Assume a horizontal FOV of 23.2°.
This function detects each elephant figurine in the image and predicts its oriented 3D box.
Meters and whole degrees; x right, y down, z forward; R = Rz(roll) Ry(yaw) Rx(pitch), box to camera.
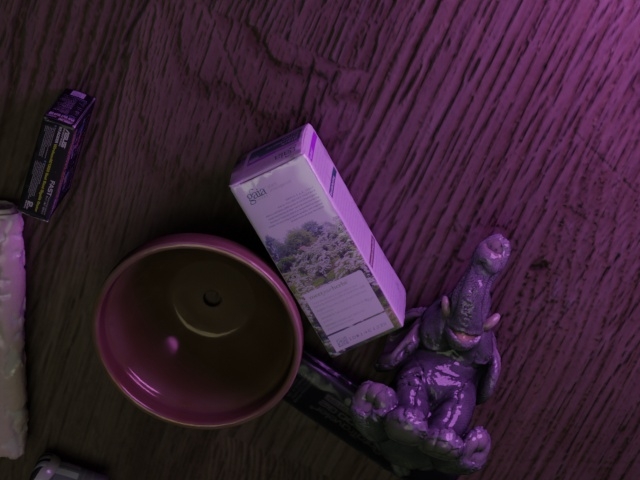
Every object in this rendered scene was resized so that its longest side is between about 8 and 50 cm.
[{"bbox_3d":[0.143,0.132,1.743,0.186,0.239,0.169,-1,151,44],"label":"elephant figurine"}]

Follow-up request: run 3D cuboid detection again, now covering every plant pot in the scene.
[{"bbox_3d":[-0.132,0.086,1.768,0.237,0.110,0.237,3,116,6],"label":"plant pot"}]

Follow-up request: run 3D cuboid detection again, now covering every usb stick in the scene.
[{"bbox_3d":[0.048,0.210,1.842,0.278,0.045,0.077,35,121,-10],"label":"usb stick"}]

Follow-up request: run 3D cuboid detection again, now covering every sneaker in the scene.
[{"bbox_3d":[-0.311,0.381,1.946,0.132,0.086,0.229,14,115,-2],"label":"sneaker"}]

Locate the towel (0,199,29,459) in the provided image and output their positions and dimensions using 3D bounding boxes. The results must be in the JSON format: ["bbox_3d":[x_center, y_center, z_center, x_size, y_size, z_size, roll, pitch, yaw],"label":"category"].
[{"bbox_3d":[-0.502,0.096,1.850,0.317,0.053,0.332,6,116,5],"label":"towel"}]

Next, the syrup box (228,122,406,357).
[{"bbox_3d":[0.000,0.000,1.718,0.093,0.096,0.237,-25,110,15],"label":"syrup box"}]

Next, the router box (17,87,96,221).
[{"bbox_3d":[-0.290,-0.094,1.711,0.038,0.092,0.122,19,116,-3],"label":"router box"}]
